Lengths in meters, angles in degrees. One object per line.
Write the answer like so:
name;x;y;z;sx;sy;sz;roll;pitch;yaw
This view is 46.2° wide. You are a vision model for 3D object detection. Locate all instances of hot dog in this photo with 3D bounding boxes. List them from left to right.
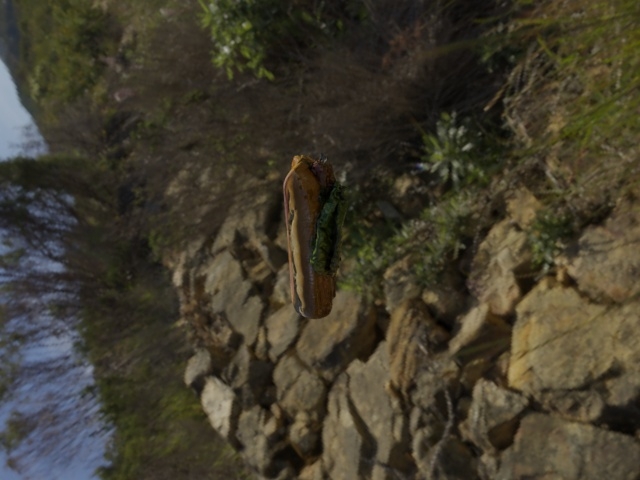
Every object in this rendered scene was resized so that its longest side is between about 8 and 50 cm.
hot dog;0.000;0.000;0.502;0.056;0.041;0.133;-77;-13;-52
